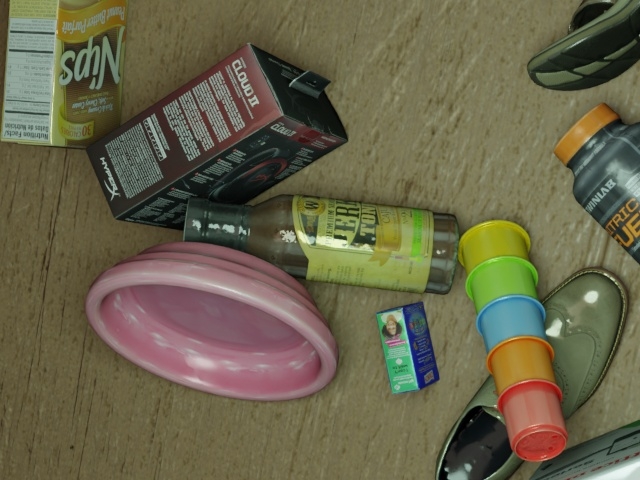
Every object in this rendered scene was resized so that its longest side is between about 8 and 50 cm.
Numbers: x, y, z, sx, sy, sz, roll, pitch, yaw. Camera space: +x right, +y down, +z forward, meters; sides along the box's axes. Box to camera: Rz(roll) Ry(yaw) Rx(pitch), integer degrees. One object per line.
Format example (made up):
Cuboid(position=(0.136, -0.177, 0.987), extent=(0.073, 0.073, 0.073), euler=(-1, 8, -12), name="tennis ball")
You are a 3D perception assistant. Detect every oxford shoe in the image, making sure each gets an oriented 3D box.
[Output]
Cuboid(position=(0.262, 0.188, 1.529), extent=(0.123, 0.130, 0.348), euler=(34, 102, 15), name="oxford shoe")

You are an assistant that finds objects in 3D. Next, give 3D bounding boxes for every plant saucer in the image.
Cuboid(position=(-0.134, 0.101, 1.600), extent=(0.332, 0.332, 0.084), euler=(4, 58, 19), name="plant saucer")

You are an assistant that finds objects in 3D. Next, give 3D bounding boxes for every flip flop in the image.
Cuboid(position=(0.367, -0.283, 1.499), extent=(0.277, 0.112, 0.080), euler=(-42, 53, 18), name="flip flop")

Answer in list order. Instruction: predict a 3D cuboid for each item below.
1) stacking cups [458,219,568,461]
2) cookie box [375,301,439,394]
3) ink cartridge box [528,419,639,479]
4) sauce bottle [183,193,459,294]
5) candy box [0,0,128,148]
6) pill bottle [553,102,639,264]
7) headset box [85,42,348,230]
Cuboid(position=(0.222, 0.115, 1.460), extent=(0.096, 0.096, 0.316), euler=(-22, 40, 19), name="stacking cups")
Cuboid(position=(0.113, 0.138, 1.601), extent=(0.040, 0.092, 0.107), euler=(-13, 87, 22), name="cookie box")
Cuboid(position=(0.349, 0.295, 1.418), extent=(0.211, 0.289, 0.121), euler=(-26, 83, 18), name="ink cartridge box")
Cuboid(position=(0.000, 0.000, 1.567), extent=(0.344, 0.111, 0.111), euler=(6, 94, -4), name="sauce bottle")
Cuboid(position=(-0.345, -0.285, 1.700), extent=(0.087, 0.183, 0.316), euler=(5, 93, 20), name="candy box")
Cuboid(position=(0.392, -0.051, 1.477), extent=(0.130, 0.130, 0.245), euler=(-46, 77, 15), name="pill bottle")
Cuboid(position=(-0.117, -0.131, 1.604), extent=(0.293, 0.218, 0.110), euler=(-30, 75, 19), name="headset box")
